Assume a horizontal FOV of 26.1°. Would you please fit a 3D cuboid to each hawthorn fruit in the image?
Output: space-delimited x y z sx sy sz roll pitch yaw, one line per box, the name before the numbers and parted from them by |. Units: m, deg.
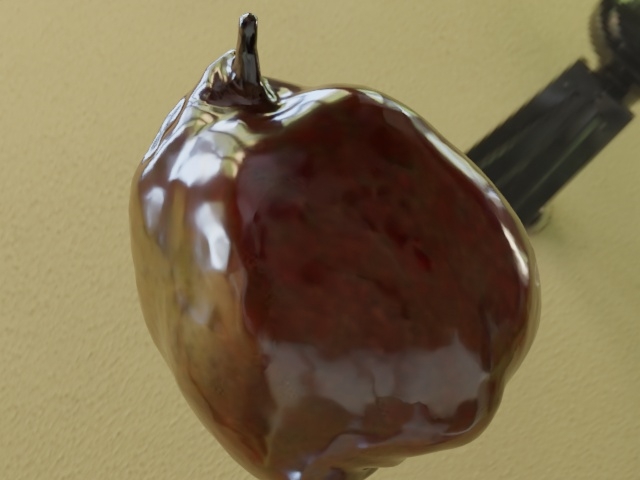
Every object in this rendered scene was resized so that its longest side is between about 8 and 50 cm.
hawthorn fruit | 0.000 0.000 0.722 0.208 0.208 0.248 -28 -77 -31
